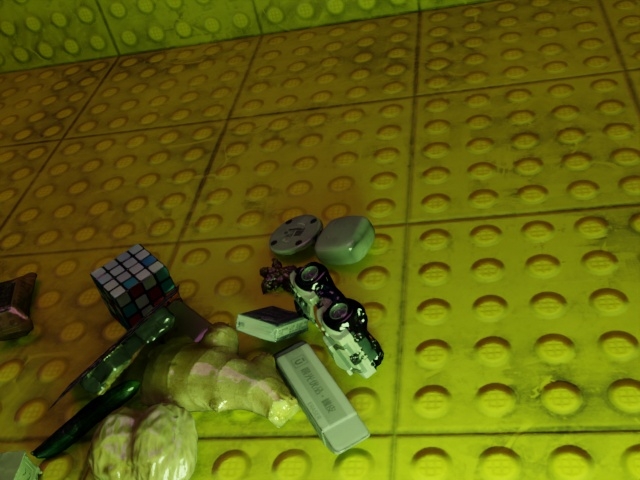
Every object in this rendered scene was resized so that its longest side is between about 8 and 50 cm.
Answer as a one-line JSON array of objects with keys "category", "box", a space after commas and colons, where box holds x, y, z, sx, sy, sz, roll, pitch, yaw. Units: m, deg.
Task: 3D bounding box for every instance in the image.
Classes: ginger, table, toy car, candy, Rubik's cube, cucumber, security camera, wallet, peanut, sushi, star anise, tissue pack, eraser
[{"category": "ginger", "box": [-0.217, 0.304, 1.665, 0.375, 0.166, 0.236, 10, 28, 6]}, {"category": "table", "box": [-0.642, 0.501, 1.576, 0.062, 0.083, 0.079, -8, 40, 11]}, {"category": "toy car", "box": [0.029, 0.173, 1.673, 0.118, 0.193, 0.301, -38, 42, -5]}, {"category": "candy", "box": [-0.846, 0.175, 2.030, 0.143, 0.101, 0.271, -16, 33, -10]}, {"category": "Rubik's cube", "box": [-0.469, 0.129, 1.914, 0.155, 0.151, 0.154, -37, 42, -23]}, {"category": "cucumber", "box": [-0.517, 0.395, 1.652, 0.284, 0.056, 0.056, -36, 41, 0]}, {"category": "security camera", "box": [0.000, 0.000, 1.975, 0.301, 0.080, 0.157, 1, 43, 35]}, {"category": "wallet", "box": [-0.346, 0.216, 1.845, 0.152, 0.039, 0.118, 30, 61, 29]}, {"category": "peanut", "box": [-0.364, 0.432, 1.528, 0.232, 0.110, 0.197, -7, 66, 17]}, {"category": "sushi", "box": [-0.430, 0.247, 1.681, 0.359, 0.064, 0.343, -44, 7, -9]}, {"category": "star anise", "box": [-0.079, 0.097, 1.889, 0.190, 0.070, 0.097, 16, 46, 30]}, {"category": "tissue pack", "box": [-0.109, 0.192, 1.735, 0.112, 0.051, 0.156, 13, 8, 26]}, {"category": "eraser", "box": [-0.008, 0.326, 1.594, 0.089, 0.061, 0.352, -27, 41, -14]}]
